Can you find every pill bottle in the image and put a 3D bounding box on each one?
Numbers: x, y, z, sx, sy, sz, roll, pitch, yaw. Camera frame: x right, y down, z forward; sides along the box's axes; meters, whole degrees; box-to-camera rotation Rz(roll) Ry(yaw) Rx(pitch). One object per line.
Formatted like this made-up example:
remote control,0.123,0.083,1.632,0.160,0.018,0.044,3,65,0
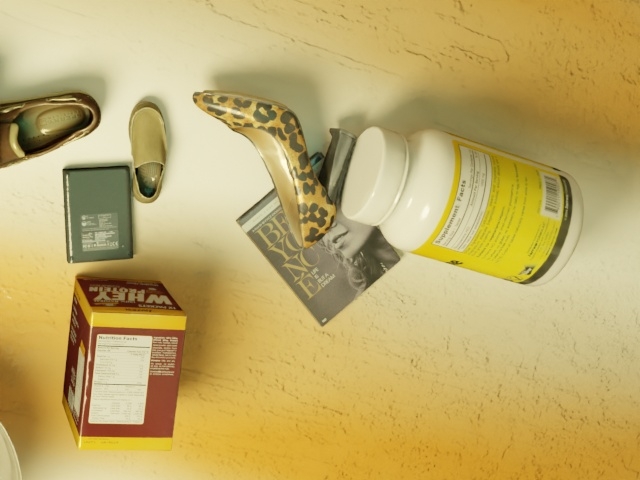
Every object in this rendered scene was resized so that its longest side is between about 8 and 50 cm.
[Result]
pill bottle,0.207,-0.057,1.810,0.334,0.188,0.188,16,96,-20

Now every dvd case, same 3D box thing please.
dvd case,0.000,0.000,1.844,0.164,0.018,0.221,-40,110,-6

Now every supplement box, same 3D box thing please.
supplement box,-0.278,0.168,1.694,0.129,0.191,0.194,4,101,-19

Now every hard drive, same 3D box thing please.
hard drive,-0.317,-0.038,1.726,0.094,0.022,0.135,-4,103,-18

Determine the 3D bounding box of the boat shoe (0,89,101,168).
boat shoe,-0.421,-0.144,1.628,0.257,0.095,0.095,-23,108,-12

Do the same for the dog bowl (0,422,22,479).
dog bowl,-0.562,0.315,1.549,0.348,0.102,0.349,-4,103,-17

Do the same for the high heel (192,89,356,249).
high heel,-0.082,-0.102,1.740,0.261,0.093,0.186,18,86,-22

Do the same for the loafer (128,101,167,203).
loafer,-0.241,-0.122,1.718,0.056,0.050,0.148,-6,104,-17
